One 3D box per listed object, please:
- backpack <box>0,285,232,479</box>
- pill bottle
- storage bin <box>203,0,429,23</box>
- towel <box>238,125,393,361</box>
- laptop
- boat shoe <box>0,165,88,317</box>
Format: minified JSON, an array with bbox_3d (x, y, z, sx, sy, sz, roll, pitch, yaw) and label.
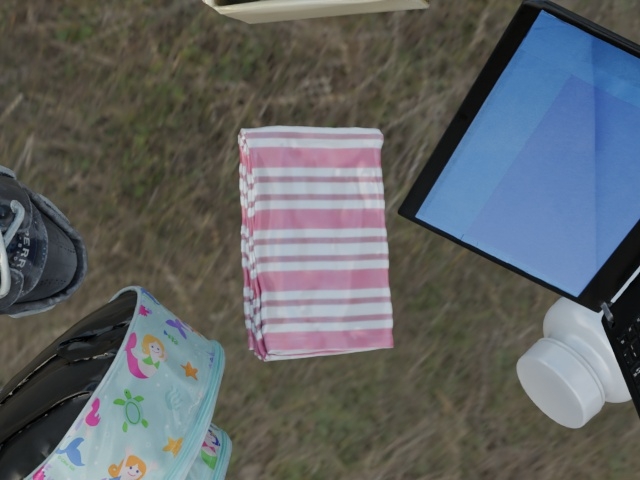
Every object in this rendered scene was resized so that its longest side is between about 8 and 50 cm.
[{"bbox_3d":[-0.178,0.169,1.410,0.191,0.253,0.225,35,29,-13],"label":"backpack"},{"bbox_3d":[0.302,0.084,1.799,0.221,0.124,0.124,-39,84,-22],"label":"pill bottle"},{"bbox_3d":[0.079,-0.220,0.671,0.262,0.123,0.260,-3,91,11],"label":"storage bin"},{"bbox_3d":[0.000,0.000,1.522,0.144,0.029,0.197,-3,90,-34],"label":"towel"},{"bbox_3d":[0.181,0.024,1.086,0.136,0.234,0.264,-4,59,-22],"label":"laptop"},{"bbox_3d":[-0.217,-0.001,1.083,0.102,0.301,0.108,13,83,11],"label":"boat shoe"}]
